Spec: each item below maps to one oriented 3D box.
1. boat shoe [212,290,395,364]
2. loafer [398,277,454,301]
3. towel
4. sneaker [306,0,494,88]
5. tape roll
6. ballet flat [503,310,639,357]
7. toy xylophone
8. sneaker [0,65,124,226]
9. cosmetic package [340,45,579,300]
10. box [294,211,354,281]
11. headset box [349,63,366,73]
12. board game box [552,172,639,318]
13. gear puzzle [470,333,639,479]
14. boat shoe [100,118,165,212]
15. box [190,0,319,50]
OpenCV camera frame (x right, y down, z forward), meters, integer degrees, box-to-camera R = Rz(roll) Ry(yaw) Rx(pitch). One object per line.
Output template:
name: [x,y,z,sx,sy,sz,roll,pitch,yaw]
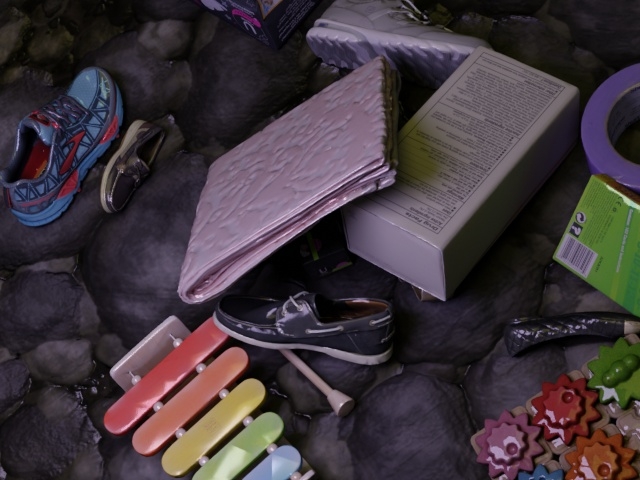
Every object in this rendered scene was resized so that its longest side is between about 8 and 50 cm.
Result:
boat shoe: [-0.020,0.093,1.731,0.233,0.079,0.084,9,36,8]
loafer: [0.116,0.021,1.764,0.050,0.056,0.148,-23,55,-24]
towel: [-0.034,-0.083,1.747,0.317,0.053,0.332,-31,23,19]
sneaker: [0.118,-0.293,1.907,0.281,0.105,0.115,17,69,26]
tape roll: [0.427,-0.128,1.733,0.189,0.080,0.189,-8,60,14]
ballet flat: [0.308,0.112,1.666,0.173,0.057,0.049,-6,88,24]
toy xylophone: [-0.110,0.216,1.724,0.322,0.081,0.236,35,77,30]
sneaker: [-0.374,-0.152,1.981,0.104,0.125,0.262,15,69,24]
cosmetic package: [0.180,-0.091,1.736,0.160,0.113,0.309,29,63,28]
box: [0.000,0.000,1.821,0.062,0.052,0.083,-22,57,6]
headset box: [0.073,-0.191,1.893,0.032,0.062,0.083,-25,57,5]
board game box: [0.406,0.037,1.638,0.259,0.039,0.124,39,121,32]
gear puzzle: [0.341,0.202,1.575,0.339,0.044,0.175,-35,57,9]
boat shoe: [-0.268,-0.107,1.964,0.049,0.056,0.152,7,65,27]
box: [-0.120,-0.423,2.034,0.247,0.142,0.163,33,76,28]
